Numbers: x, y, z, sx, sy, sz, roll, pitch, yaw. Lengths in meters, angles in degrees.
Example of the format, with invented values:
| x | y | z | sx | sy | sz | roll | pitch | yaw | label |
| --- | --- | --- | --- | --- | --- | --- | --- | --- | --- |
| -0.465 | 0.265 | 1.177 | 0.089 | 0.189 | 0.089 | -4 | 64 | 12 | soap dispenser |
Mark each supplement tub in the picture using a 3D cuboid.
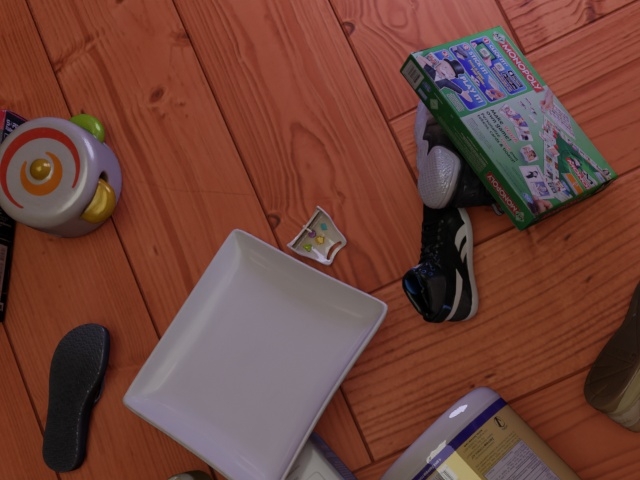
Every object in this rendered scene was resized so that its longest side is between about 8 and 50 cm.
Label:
| x | y | z | sx | sy | sz | roll | pitch | yaw | label |
| --- | --- | --- | --- | --- | --- | --- | --- | --- | --- |
| 0.267 | 0.401 | 1.551 | 0.241 | 0.241 | 0.331 | -45 | 75 | 1 | supplement tub |

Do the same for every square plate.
| x | y | z | sx | sy | sz | roll | pitch | yaw | label |
| --- | --- | --- | --- | --- | --- | --- | --- | --- | --- |
| -0.103 | 0.188 | 1.707 | 0.344 | 0.049 | 0.347 | 26 | 79 | 36 | square plate |

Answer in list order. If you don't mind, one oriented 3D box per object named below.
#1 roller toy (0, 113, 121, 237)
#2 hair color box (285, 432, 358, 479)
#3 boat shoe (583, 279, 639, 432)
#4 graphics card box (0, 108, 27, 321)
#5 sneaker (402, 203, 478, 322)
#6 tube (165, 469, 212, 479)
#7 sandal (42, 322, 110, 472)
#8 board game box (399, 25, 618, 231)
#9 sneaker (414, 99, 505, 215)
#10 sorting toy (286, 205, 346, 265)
| x | y | z | sx | sy | sz | roll | pitch | yaw | label |
| --- | --- | --- | --- | --- | --- | --- | --- | --- | --- |
| -0.446 | -0.104 | 1.835 | 0.191 | 0.146 | 0.209 | -21 | 77 | 8 | roller toy |
| 0.039 | 0.491 | 1.648 | 0.185 | 0.113 | 0.374 | -44 | 74 | 1 | hair color box |
| 0.528 | 0.126 | 1.623 | 0.110 | 0.121 | 0.341 | 34 | 91 | -22 | boat shoe |
| -0.654 | -0.047 | 1.896 | 0.232 | 0.094 | 0.371 | 3 | 82 | 12 | graphics card box |
| 0.176 | 0.021 | 1.690 | 0.079 | 0.121 | 0.217 | -23 | 74 | 47 | sneaker |
| -0.219 | 0.383 | 1.654 | 0.062 | 0.240 | 0.070 | 7 | 82 | 10 | tube |
| -0.409 | 0.259 | 1.819 | 0.097 | 0.054 | 0.255 | 16 | 93 | 21 | sandal |
| 0.293 | -0.182 | 1.684 | 0.213 | 0.046 | 0.317 | -22 | 71 | -37 | board game box |
| 0.236 | -0.152 | 1.732 | 0.153 | 0.101 | 0.269 | 14 | 55 | -16 | sneaker |
| 0.000 | 0.000 | 1.781 | 0.075 | 0.045 | 0.083 | 38 | 89 | 8 | sorting toy |
